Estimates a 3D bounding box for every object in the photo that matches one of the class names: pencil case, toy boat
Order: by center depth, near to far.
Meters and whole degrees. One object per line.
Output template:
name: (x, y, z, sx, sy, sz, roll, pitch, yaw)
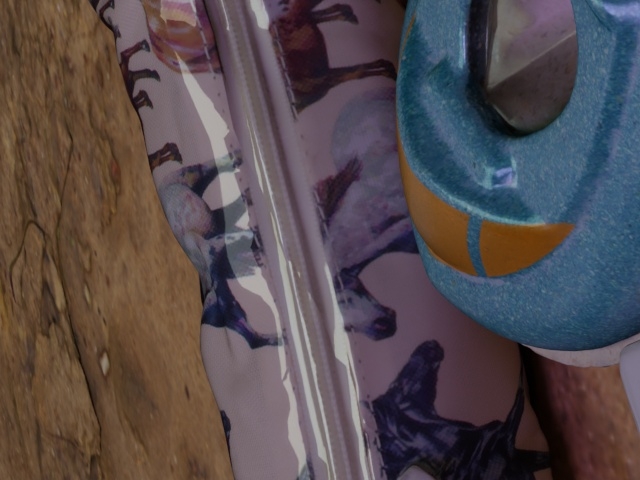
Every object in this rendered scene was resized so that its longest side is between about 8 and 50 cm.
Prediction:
toy boat: (0.057, -0.101, 0.735, 0.318, 0.148, 0.267, 58, 148, 33)
pencil case: (0.000, 0.000, 0.876, 0.183, 0.160, 0.410, 82, 173, -85)

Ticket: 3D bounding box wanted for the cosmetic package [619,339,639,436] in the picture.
cosmetic package: (0.205, 0.066, 0.511, 0.183, 0.151, 0.151, -34, 70, 62)
